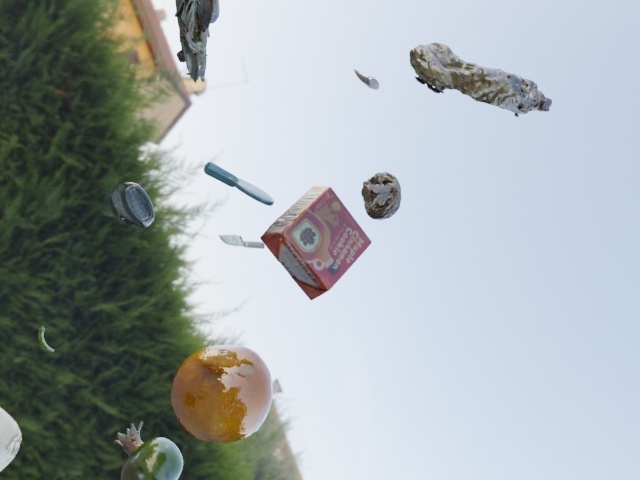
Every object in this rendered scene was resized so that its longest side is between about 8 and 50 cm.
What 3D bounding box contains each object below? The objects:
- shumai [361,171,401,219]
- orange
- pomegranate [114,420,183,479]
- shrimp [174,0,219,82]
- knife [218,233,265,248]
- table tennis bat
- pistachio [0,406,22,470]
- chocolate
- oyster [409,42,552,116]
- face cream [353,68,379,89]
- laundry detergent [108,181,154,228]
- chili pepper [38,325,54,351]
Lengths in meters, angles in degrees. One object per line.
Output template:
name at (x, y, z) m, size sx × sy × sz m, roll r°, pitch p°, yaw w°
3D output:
shumai at (0.182, -0.130, 1.669) m, size 0.123 × 0.105 × 0.139 m, roll 12°, pitch -63°, yaw 15°
orange at (-0.249, 0.386, 1.392) m, size 0.261 × 0.261 × 0.261 m, roll 46°, pitch -35°, yaw 46°
pomegranate at (-0.516, 0.648, 1.612) m, size 0.224 × 0.181 × 0.181 m, roll 46°, pitch -28°, yaw 8°
shrimp at (-0.266, -0.532, 1.199) m, size 0.247 × 0.085 × 0.361 m, roll 27°, pitch -65°, yaw 60°
knife at (-0.263, 0.003, 1.817) m, size 0.298 × 0.017 × 0.047 m, roll 7°, pitch 64°, yaw -68°
table tennis bat at (-0.206, -0.142, 1.396) m, size 0.033 × 0.201 × 0.124 m, roll -58°, pitch -156°, yaw 8°
pistachio at (-0.756, 0.400, 1.102) m, size 0.318 × 0.193 × 0.214 m, roll 46°, pitch 31°, yaw -55°
chocolate at (0.000, 0.000, 1.480) m, size 0.235 × 0.237 × 0.108 m, roll 53°, pitch -30°, yaw -15°
oyster at (0.346, -0.341, 1.148) m, size 0.079 × 0.344 × 0.129 m, roll 118°, pitch -17°, yaw -47°
face cream at (0.093, -0.330, 1.121) m, size 0.038 × 0.020 × 0.115 m, roll 48°, pitch 5°, yaw -28°
laundry detergent at (-0.576, -0.098, 1.626) m, size 0.221 × 0.078 × 0.144 m, roll -4°, pitch -65°, yaw 53°
chili pepper at (-0.729, 0.266, 1.449) m, size 0.017 × 0.030 × 0.083 m, roll 5°, pitch -66°, yaw 28°
